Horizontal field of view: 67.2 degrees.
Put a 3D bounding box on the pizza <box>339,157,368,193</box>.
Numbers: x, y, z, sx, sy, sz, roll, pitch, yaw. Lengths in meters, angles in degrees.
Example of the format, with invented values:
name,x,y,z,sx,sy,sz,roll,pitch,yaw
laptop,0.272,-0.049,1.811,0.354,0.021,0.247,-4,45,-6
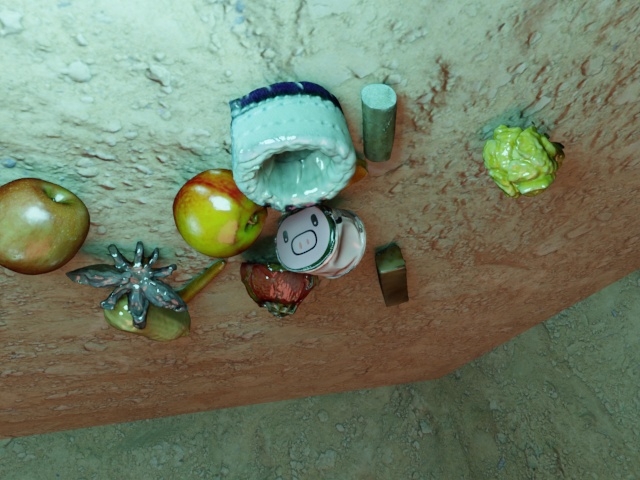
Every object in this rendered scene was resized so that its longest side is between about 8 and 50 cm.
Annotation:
name,x,y,z,sx,sy,sz,roll,pitch,yaw
pizza,0.014,-0.143,1.057,0.174,0.046,0.134,-1,148,-22

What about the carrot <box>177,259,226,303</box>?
name,x,y,z,sx,sy,sz,roll,pitch,yaw
carrot,-0.343,0.120,1.381,0.043,0.043,0.247,16,138,-42

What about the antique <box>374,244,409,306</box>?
name,x,y,z,sx,sy,sz,roll,pitch,yaw
antique,0.233,0.117,1.569,0.087,0.094,0.310,-16,152,4

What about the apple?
name,x,y,z,sx,sy,sz,roll,pitch,yaw
apple,-0.535,-0.028,0.897,0.181,0.181,0.168,23,113,-48

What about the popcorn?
name,x,y,z,sx,sy,sz,roll,pitch,yaw
popcorn,0.449,-0.184,1.082,0.195,0.168,0.174,-39,165,-50

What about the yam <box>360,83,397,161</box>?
name,x,y,z,sx,sy,sz,roll,pitch,yaw
yam,0.114,-0.223,0.935,0.068,0.069,0.169,-14,152,1

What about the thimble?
name,x,y,z,sx,sy,sz,roll,pitch,yaw
thimble,-0.058,-0.168,0.875,0.237,0.150,0.237,-10,151,-5

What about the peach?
name,x,y,z,sx,sy,sz,roll,pitch,yaw
peach,-0.210,-0.059,0.985,0.197,0.198,0.197,-11,151,-6

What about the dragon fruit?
name,x,y,z,sx,sy,sz,roll,pitch,yaw
dragon fruit,-0.117,0.137,1.312,0.223,0.148,0.218,3,173,45

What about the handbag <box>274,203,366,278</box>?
name,x,y,z,sx,sy,sz,roll,pitch,yaw
handbag,-0.001,0.000,1.178,0.205,0.180,0.116,-28,157,37

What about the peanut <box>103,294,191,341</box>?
name,x,y,z,sx,sy,sz,roll,pitch,yaw
peanut,-0.482,0.207,1.370,0.147,0.148,0.319,-21,156,14

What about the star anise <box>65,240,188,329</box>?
name,x,y,z,sx,sy,sz,roll,pitch,yaw
star anise,-0.444,0.112,1.171,0.198,0.110,0.258,-38,115,-7
